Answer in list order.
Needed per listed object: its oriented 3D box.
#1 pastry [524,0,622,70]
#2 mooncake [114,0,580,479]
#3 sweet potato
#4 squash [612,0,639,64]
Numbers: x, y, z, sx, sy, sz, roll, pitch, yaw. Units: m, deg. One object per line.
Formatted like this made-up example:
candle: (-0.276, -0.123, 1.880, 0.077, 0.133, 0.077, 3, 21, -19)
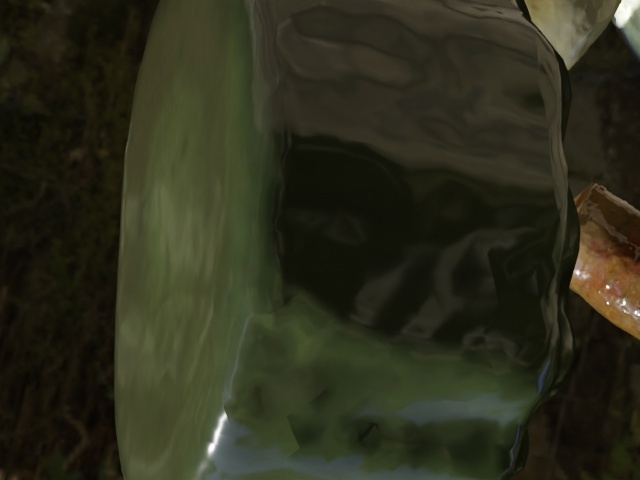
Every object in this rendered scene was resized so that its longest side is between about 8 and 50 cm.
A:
pastry: (0.158, -0.220, 1.144, 0.133, 0.264, 0.265, 37, 171, -14)
mooncake: (0.000, 0.000, 0.740, 0.194, 0.356, 0.356, 7, 179, -18)
sweet potato: (0.377, 0.065, 1.328, 0.337, 0.131, 0.131, 33, -177, 18)
squash: (0.498, -0.327, 1.325, 0.384, 0.263, 0.263, -35, -151, -34)
